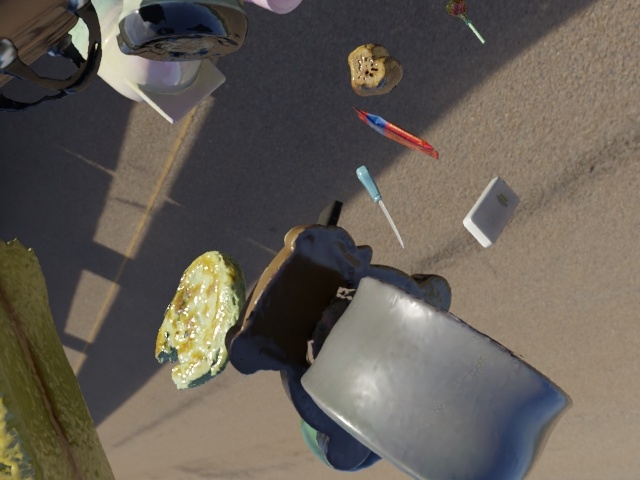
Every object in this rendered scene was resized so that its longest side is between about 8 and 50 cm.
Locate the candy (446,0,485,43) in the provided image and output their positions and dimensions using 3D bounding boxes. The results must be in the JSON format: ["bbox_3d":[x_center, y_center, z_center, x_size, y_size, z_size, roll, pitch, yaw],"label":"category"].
[{"bbox_3d":[0.448,-0.668,1.659,0.060,0.201,0.060,-21,155,-10],"label":"candy"}]

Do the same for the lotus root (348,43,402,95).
[{"bbox_3d":[0.203,-0.611,1.951,0.193,0.291,0.193,5,106,16],"label":"lotus root"}]

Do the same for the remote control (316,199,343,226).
[{"bbox_3d":[0.000,0.000,0.992,0.025,0.245,0.063,39,120,-13],"label":"remote control"}]

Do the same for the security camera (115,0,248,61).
[{"bbox_3d":[-0.220,-0.433,0.834,0.197,0.277,0.191,-10,-174,-35],"label":"security camera"}]

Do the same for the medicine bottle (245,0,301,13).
[{"bbox_3d":[-0.209,-0.804,1.567,0.325,0.212,0.212,32,154,23],"label":"medicine bottle"}]

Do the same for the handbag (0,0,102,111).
[{"bbox_3d":[-0.374,-0.257,0.580,0.283,0.302,0.149,38,136,-19],"label":"handbag"}]

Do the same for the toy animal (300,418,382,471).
[{"bbox_3d":[0.111,0.306,1.032,0.191,0.338,0.216,41,121,21],"label":"toy animal"}]

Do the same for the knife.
[{"bbox_3d":[0.161,-0.088,1.421,0.032,0.244,0.058,-27,169,-5],"label":"knife"}]

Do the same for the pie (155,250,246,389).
[{"bbox_3d":[-0.258,0.165,1.177,0.067,0.302,0.302,23,153,-39],"label":"pie"}]

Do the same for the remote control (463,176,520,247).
[{"bbox_3d":[0.481,-0.084,1.516,0.103,0.250,0.034,46,140,-3],"label":"remote control"}]

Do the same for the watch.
[{"bbox_3d":[0.097,0.163,0.652,0.335,0.314,0.327,37,171,-31],"label":"watch"}]

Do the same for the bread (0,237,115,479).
[{"bbox_3d":[-0.331,0.180,0.637,0.245,0.362,0.233,9,172,-6],"label":"bread"}]

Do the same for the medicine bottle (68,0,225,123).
[{"bbox_3d":[-0.414,-0.454,1.199,0.406,0.236,0.236,43,144,-13],"label":"medicine bottle"}]

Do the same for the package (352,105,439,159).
[{"bbox_3d":[0.157,-0.220,1.121,0.200,0.022,0.083,31,-176,9],"label":"package"}]
